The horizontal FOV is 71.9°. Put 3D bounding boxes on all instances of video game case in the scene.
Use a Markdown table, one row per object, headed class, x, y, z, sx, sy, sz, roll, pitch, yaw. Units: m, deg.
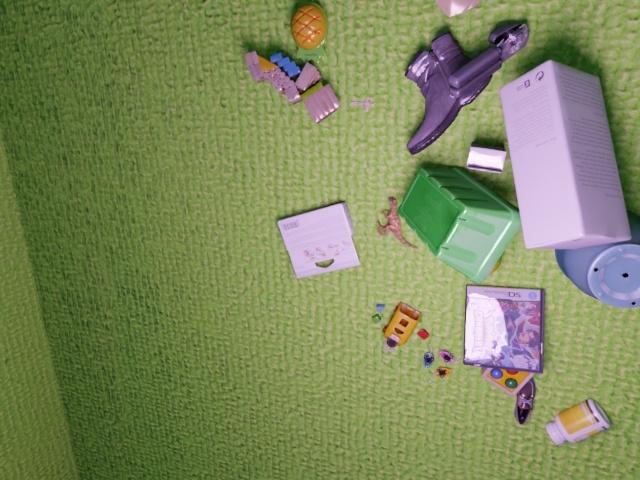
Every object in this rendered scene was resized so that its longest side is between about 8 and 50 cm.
| class | x | y | z | sx | sy | sz | roll | pitch | yaw |
| --- | --- | --- | --- | --- | --- | --- | --- | --- | --- |
| video game case | 0.618 | 0.295 | 1.493 | 0.247 | 0.035 | 0.275 | 2 | 84 | 19 |

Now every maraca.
| class | x | y | z | sx | sy | sz | roll | pitch | yaw |
| --- | --- | --- | --- | --- | --- | --- | --- | --- | --- |
| maraca | -0.035 | -0.679 | 1.451 | 0.127 | 0.099 | 0.186 | 2 | 109 | 17 |

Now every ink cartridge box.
| class | x | y | z | sx | sy | sz | roll | pitch | yaw |
| --- | --- | --- | --- | --- | --- | --- | --- | --- | --- |
| ink cartridge box | 0.000 | 0.000 | 1.671 | 0.274 | 0.060 | 0.239 | -14 | 102 | 23 |
| ink cartridge box | 0.504 | -0.253 | 1.339 | 0.104 | 0.180 | 0.060 | 12 | 110 | 16 |

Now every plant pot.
| class | x | y | z | sx | sy | sz | roll | pitch | yaw |
| --- | --- | --- | --- | --- | --- | --- | --- | --- | --- |
| plant pot | 0.844 | 0.063 | 1.271 | 0.271 | 0.255 | 0.272 | 6 | 109 | 19 |

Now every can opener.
| class | x | y | z | sx | sy | sz | roll | pitch | yaw |
| --- | --- | --- | --- | --- | --- | --- | --- | --- | --- |
| can opener | 0.475 | -0.528 | 1.272 | 0.283 | 0.076 | 0.095 | -35 | 52 | -2 |

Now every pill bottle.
| class | x | y | z | sx | sy | sz | roll | pitch | yaw |
| --- | --- | --- | --- | --- | --- | --- | --- | --- | --- |
| pill bottle | 0.881 | 0.630 | 1.517 | 0.184 | 0.103 | 0.103 | -41 | 90 | 26 |

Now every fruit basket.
| class | x | y | z | sx | sy | sz | roll | pitch | yaw |
| --- | --- | --- | --- | --- | --- | --- | --- | --- | --- |
| fruit basket | 0.464 | -0.036 | 1.372 | 0.391 | 0.392 | 0.283 | 29 | 114 | 10 |

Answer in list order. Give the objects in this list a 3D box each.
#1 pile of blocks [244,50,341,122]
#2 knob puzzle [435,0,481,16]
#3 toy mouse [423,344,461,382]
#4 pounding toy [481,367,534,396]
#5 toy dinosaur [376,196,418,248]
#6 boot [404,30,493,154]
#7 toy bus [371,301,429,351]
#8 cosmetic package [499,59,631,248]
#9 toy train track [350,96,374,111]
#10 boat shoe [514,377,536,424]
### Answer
| class | x | y | z | sx | sy | sz | roll | pitch | yaw |
| --- | --- | --- | --- | --- | --- | --- | --- | --- | --- |
| pile of blocks | -0.087 | -0.543 | 1.516 | 0.362 | 0.112 | 0.149 | 35 | 101 | -1 |
| knob puzzle | 0.412 | -0.763 | 1.298 | 0.212 | 0.030 | 0.214 | 6 | 108 | 18 |
| toy mouse | 0.444 | 0.445 | 1.660 | 0.160 | 0.031 | 0.143 | -30 | 95 | 25 |
| pounding toy | 0.636 | 0.410 | 1.544 | 0.205 | 0.094 | 0.181 | 32 | 115 | 8 |
| toy dinosaur | 0.260 | -0.045 | 1.559 | 0.112 | 0.064 | 0.212 | -16 | 101 | 22 |
| boot | 0.342 | -0.455 | 1.385 | 0.222 | 0.118 | 0.338 | 44 | 103 | 6 |
| toy bus | 0.290 | 0.335 | 1.643 | 0.190 | 0.104 | 0.202 | -17 | 99 | 24 |
| cosmetic package | 0.643 | -0.212 | 1.168 | 0.161 | 0.229 | 0.454 | -22 | 69 | 58 |
| toy train track | 0.141 | -0.464 | 1.500 | 0.083 | 0.014 | 0.048 | 10 | 109 | 18 |
| boat shoe | 0.733 | 0.575 | 1.574 | 0.066 | 0.066 | 0.184 | 3 | 107 | 19 |
